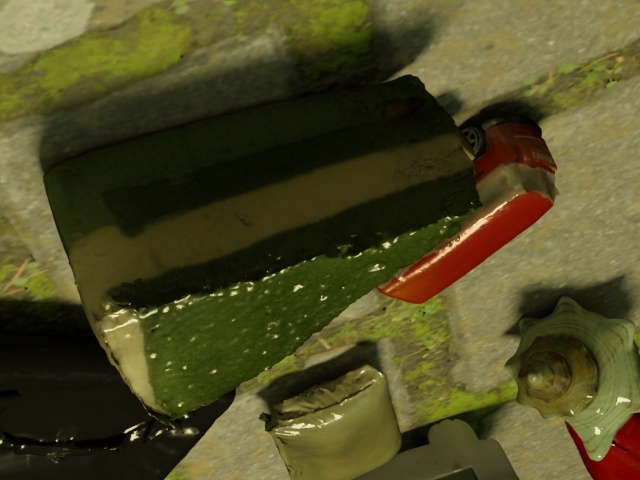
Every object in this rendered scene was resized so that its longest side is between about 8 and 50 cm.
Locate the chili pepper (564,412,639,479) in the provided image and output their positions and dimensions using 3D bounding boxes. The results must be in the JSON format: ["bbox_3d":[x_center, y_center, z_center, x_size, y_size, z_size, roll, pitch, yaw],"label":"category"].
[{"bbox_3d":[0.353,0.255,2.144,0.110,0.110,0.387,-29,145,13],"label":"chili pepper"}]

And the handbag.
[{"bbox_3d":[-0.229,0.156,1.609,0.275,0.088,0.244,10,136,-38],"label":"handbag"}]

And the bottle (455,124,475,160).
[{"bbox_3d":[0.000,0.000,1.503,0.270,0.083,0.083,-35,148,15],"label":"bottle"}]

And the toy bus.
[{"bbox_3d":[0.107,-0.021,1.543,0.174,0.077,0.079,-37,148,26],"label":"toy bus"}]

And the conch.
[{"bbox_3d":[0.254,0.127,1.824,0.234,0.137,0.114,19,148,-41],"label":"conch"}]

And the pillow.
[{"bbox_3d":[0.015,0.175,1.832,0.119,0.053,0.208,-19,154,0],"label":"pillow"}]

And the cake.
[{"bbox_3d":[-0.051,-0.021,1.361,0.284,0.158,0.172,-33,147,17],"label":"cake"}]

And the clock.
[{"bbox_3d":[0.112,0.313,2.001,0.189,0.189,0.254,-18,149,-7],"label":"clock"}]
